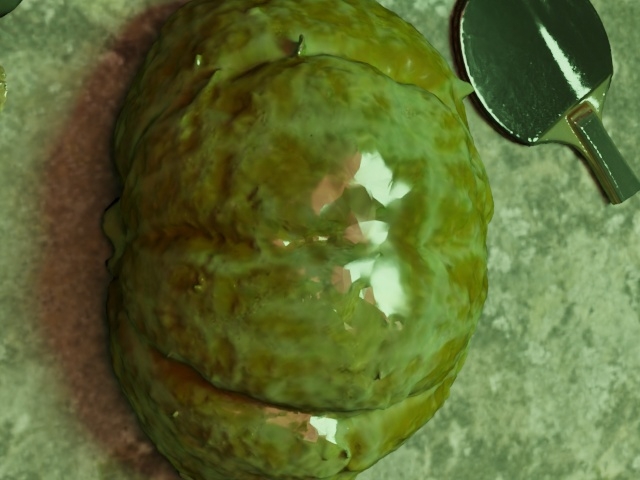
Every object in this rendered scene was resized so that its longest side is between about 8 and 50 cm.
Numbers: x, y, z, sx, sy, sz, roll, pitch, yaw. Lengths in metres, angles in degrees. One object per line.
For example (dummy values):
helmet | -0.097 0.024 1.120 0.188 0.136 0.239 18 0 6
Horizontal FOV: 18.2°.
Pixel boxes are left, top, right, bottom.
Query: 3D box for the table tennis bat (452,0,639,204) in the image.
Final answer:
table tennis bat | 0.185 -0.120 1.567 0.130 0.019 0.220 -40 106 -18

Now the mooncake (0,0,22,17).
mooncake | -0.278 -0.331 1.208 0.351 0.212 0.381 14 71 -13

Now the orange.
orange | 0.000 0.000 1.380 0.271 0.210 0.368 4 87 -23

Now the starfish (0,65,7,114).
starfish | -0.291 -0.219 1.313 0.299 0.060 0.302 39 67 -7
